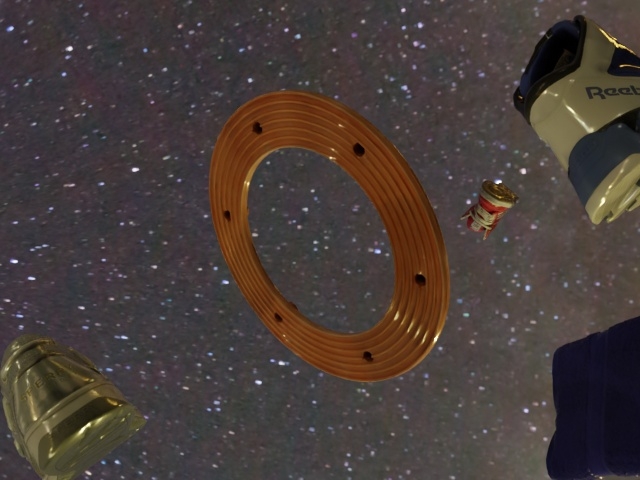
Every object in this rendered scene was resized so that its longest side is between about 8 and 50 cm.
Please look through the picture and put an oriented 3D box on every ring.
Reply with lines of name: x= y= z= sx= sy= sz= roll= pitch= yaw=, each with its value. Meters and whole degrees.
ring: x=0.000 y=0.000 z=0.771 sx=0.032 sy=0.336 sz=0.337 roll=-29 pitch=-73 yaw=-40

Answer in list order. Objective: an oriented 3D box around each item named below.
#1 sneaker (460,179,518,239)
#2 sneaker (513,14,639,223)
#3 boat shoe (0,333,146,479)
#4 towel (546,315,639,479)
sneaker: x=0.191 y=-0.034 z=0.820 sx=0.042 sy=0.067 sz=0.118 roll=46 pitch=-161 yaw=16
sneaker: x=0.299 y=-0.136 z=0.678 sx=0.315 sy=0.127 sz=0.182 roll=-13 pitch=-121 yaw=-41
boat shoe: x=-0.251 y=0.174 z=0.702 sx=0.118 sy=0.320 sz=0.103 roll=-36 pitch=-99 yaw=-22
towel: x=0.446 y=0.232 z=1.027 sx=0.076 sy=0.308 sz=0.228 roll=16 pitch=-114 yaw=-10
